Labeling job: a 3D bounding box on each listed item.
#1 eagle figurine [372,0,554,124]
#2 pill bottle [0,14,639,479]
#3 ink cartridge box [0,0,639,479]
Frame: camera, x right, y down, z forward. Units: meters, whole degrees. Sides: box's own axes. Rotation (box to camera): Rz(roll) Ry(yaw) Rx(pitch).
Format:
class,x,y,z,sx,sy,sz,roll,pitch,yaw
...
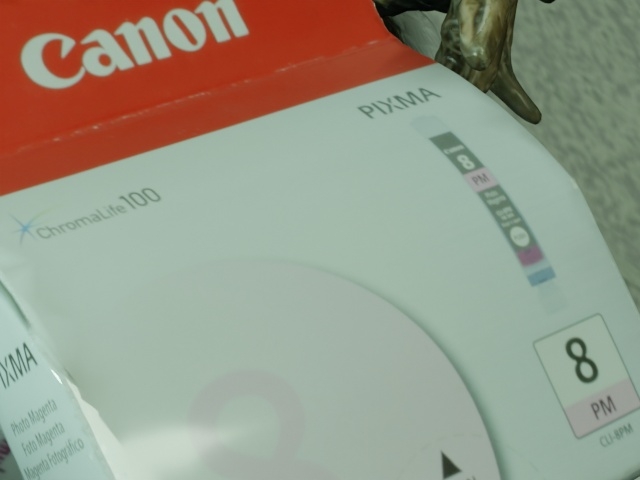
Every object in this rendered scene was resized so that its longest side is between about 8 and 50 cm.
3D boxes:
class,x,y,z,sx,sy,sz,roll,pitch,yaw
eagle figurine,-0.056,-0.138,0.780,0.226,0.298,0.225,14,81,-76
pill bottle,-0.041,0.047,0.645,0.283,0.160,0.160,31,43,-20
ink cartridge box,-0.017,-0.011,0.550,0.189,0.066,0.232,-21,87,-38
